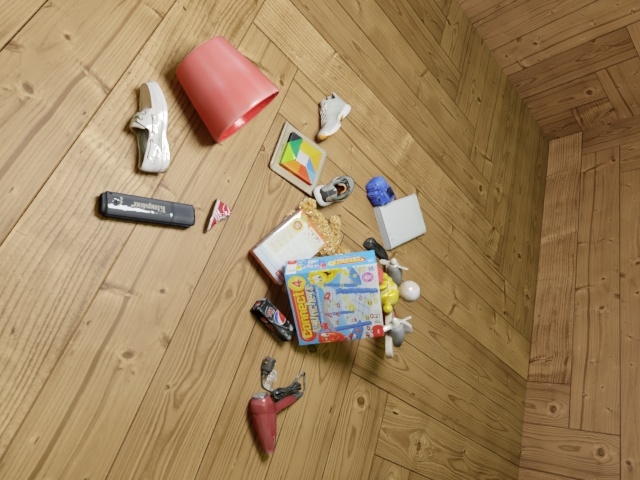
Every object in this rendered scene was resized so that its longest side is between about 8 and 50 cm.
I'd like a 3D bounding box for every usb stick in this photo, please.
[{"bbox_3d":[-0.498,-0.088,1.335,0.278,0.045,0.077,8,77,-42],"label":"usb stick"}]

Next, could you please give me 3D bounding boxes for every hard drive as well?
[{"bbox_3d":[0.383,-0.095,2.165,0.307,0.040,0.203,-21,96,-44],"label":"hard drive"}]

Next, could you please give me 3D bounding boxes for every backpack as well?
[{"bbox_3d":[0.260,-0.220,2.036,0.101,0.098,0.120,-45,113,-35],"label":"backpack"}]

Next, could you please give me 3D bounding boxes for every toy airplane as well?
[{"bbox_3d":[0.283,0.255,1.835,0.384,0.272,0.386,6,62,-62],"label":"toy airplane"}]

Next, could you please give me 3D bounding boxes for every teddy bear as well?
[{"bbox_3d":[0.000,0.000,1.739,0.245,0.113,0.338,-28,100,-40],"label":"teddy bear"}]

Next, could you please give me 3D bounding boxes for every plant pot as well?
[{"bbox_3d":[-0.308,-0.492,1.465,0.243,0.275,0.275,51,51,-12],"label":"plant pot"}]

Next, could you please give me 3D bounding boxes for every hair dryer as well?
[{"bbox_3d":[-0.136,0.553,1.518,0.223,0.080,0.293,38,58,-32],"label":"hair dryer"}]

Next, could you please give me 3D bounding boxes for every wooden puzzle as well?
[{"bbox_3d":[-0.075,-0.316,1.778,0.239,0.044,0.221,34,60,-34],"label":"wooden puzzle"}]

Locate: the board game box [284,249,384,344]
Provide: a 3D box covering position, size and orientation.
[{"bbox_3d":[0.053,0.201,1.561,0.086,0.302,0.308,-89,170,-62],"label":"board game box"}]

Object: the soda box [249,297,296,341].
[{"bbox_3d":[-0.161,0.274,1.565,0.169,0.060,0.053,51,51,-23],"label":"soda box"}]

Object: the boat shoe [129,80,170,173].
[{"bbox_3d":[-0.508,-0.337,1.340,0.096,0.098,0.277,-6,86,-44],"label":"boat shoe"}]

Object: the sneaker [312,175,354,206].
[{"bbox_3d":[0.081,-0.206,1.847,0.271,0.108,0.100,-34,105,-55],"label":"sneaker"}]

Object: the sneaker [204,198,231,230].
[{"bbox_3d":[-0.331,-0.072,1.489,0.067,0.042,0.118,31,59,-31],"label":"sneaker"}]

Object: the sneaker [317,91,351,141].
[{"bbox_3d":[0.029,-0.515,1.894,0.121,0.099,0.262,43,47,-19],"label":"sneaker"}]

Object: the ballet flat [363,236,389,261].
[{"bbox_3d":[0.250,0.043,2.019,0.173,0.049,0.057,43,28,-34],"label":"ballet flat"}]

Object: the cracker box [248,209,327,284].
[{"bbox_3d":[-0.113,0.022,1.602,0.232,0.067,0.156,-41,106,-19],"label":"cracker box"}]
